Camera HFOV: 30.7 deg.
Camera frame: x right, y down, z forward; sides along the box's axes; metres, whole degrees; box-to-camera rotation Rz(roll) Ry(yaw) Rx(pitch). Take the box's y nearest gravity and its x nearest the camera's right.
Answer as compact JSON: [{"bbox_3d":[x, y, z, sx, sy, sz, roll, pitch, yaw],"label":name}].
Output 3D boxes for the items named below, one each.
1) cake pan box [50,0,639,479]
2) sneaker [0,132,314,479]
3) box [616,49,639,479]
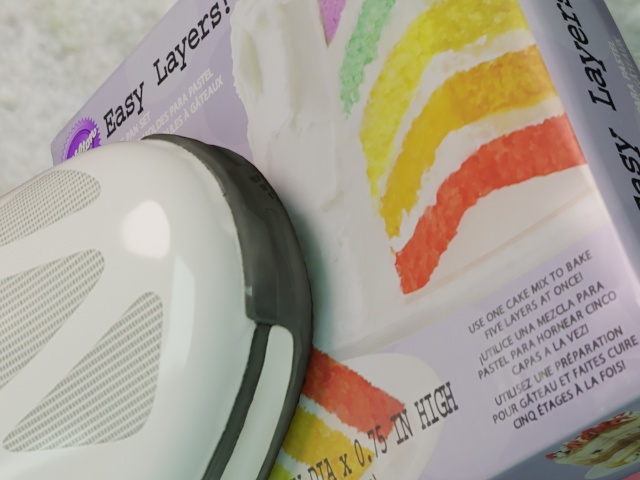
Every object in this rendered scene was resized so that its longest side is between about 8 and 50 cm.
[{"bbox_3d":[0.000,0.000,0.438,0.267,0.070,0.246,-37,54,37],"label":"cake pan box"},{"bbox_3d":[-0.220,0.109,0.363,0.447,0.257,0.169,-40,59,15],"label":"sneaker"},{"bbox_3d":[0.123,0.055,0.451,0.126,0.148,0.232,24,99,48],"label":"box"}]
